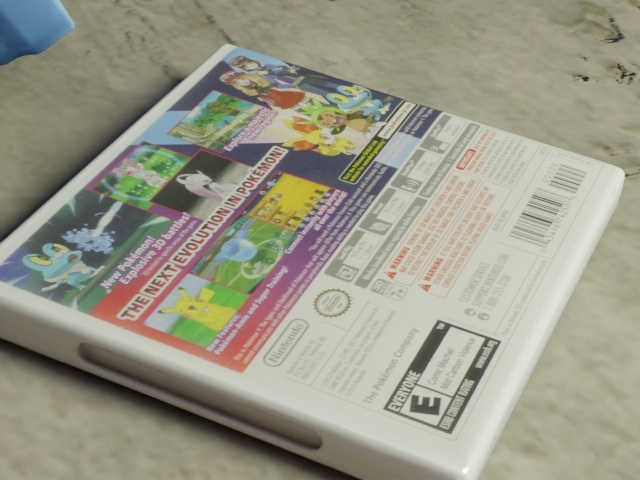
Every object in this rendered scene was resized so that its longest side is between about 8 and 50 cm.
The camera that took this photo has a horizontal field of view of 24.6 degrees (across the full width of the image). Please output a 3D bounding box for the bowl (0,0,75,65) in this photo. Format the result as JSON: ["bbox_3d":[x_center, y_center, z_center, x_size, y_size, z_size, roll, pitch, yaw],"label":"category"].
[{"bbox_3d":[-0.224,-0.225,0.533,0.077,0.391,0.391,-32,44,-3],"label":"bowl"}]

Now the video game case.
[{"bbox_3d":[0.000,0.000,0.543,0.183,0.023,0.201,19,38,15],"label":"video game case"}]
